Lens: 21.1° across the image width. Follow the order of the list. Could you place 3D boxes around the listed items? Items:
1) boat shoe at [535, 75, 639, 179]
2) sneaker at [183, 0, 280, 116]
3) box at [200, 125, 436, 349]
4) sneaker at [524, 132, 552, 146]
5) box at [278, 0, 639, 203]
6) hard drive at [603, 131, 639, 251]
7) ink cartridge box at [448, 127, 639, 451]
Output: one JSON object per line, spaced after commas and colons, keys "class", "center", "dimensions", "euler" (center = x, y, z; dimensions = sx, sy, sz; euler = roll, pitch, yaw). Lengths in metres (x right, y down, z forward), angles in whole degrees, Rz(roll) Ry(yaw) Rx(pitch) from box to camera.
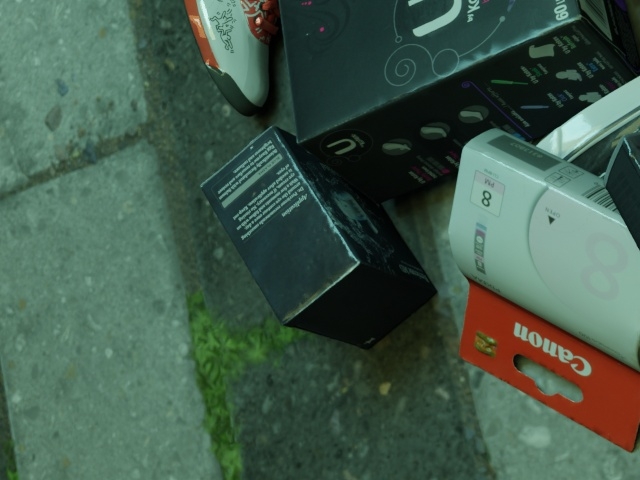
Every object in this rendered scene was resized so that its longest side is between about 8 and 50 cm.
{"class": "boat shoe", "center": [0.280, -0.070, 1.400], "dimensions": [0.301, 0.108, 0.102], "euler": [-33, 65, 13]}
{"class": "sneaker", "center": [-0.058, -0.264, 1.635], "dimensions": [0.145, 0.090, 0.270], "euler": [-20, 77, 15]}
{"class": "box", "center": [0.000, 0.000, 1.511], "dimensions": [0.093, 0.156, 0.158], "euler": [-39, 64, 16]}
{"class": "sneaker", "center": [0.166, -0.062, 1.502], "dimensions": [0.109, 0.040, 0.043], "euler": [-28, 51, 18]}
{"class": "box", "center": [0.117, -0.170, 1.471], "dimensions": [0.270, 0.143, 0.165], "euler": [-23, 57, 25]}
{"class": "hard drive", "center": [0.325, -0.003, 1.278], "dimensions": [0.054, 0.255, 0.172], "euler": [-44, 60, 40]}
{"class": "ink cartridge box", "center": [0.185, 0.049, 1.384], "dimensions": [0.189, 0.066, 0.232], "euler": [29, 125, 31]}
